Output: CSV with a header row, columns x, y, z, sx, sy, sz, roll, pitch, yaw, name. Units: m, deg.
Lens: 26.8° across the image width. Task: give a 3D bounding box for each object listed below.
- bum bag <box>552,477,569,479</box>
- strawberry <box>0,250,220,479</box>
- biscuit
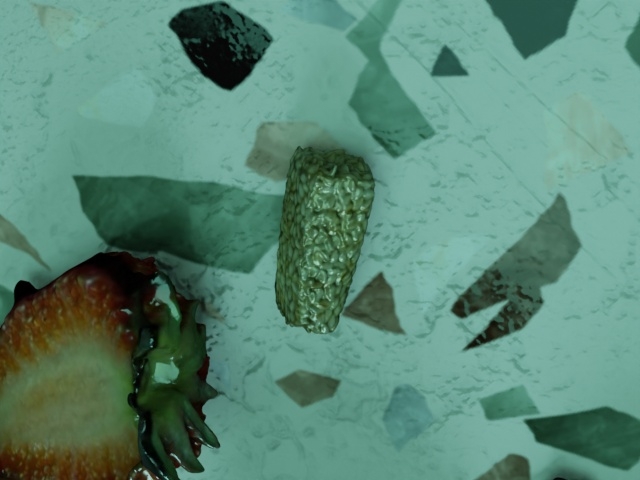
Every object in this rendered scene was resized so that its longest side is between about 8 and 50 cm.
x,y,z,sx,sy,sz,roll,pitch,yaw,name
0.205,0.262,1.249,0.058,0.034,0.124,42,114,-12,bum bag
-0.216,0.132,1.287,0.306,0.137,0.233,-10,87,44,strawberry
0.000,0.000,1.194,0.070,0.082,0.168,5,111,-14,biscuit
